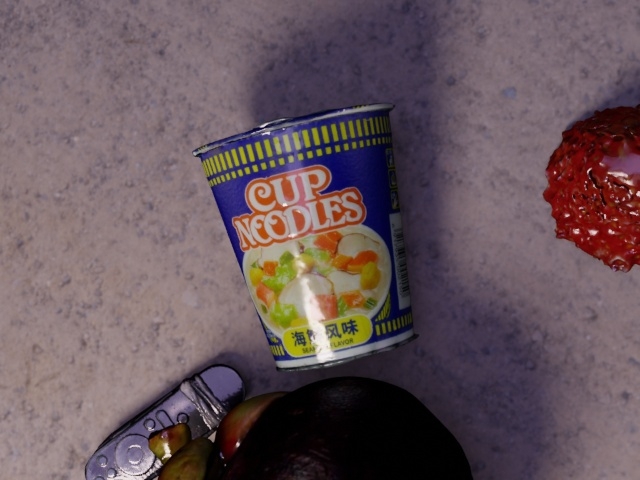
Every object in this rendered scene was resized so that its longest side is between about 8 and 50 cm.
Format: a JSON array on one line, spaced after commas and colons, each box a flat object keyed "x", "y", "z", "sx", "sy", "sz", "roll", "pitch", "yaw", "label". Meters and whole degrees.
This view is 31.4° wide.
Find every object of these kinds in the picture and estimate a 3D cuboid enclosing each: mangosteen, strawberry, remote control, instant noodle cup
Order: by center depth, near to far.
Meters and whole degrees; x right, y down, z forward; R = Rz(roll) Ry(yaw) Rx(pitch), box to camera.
[{"x": -0.018, "y": 0.352, "z": 1.397, "sx": 0.435, "sy": 0.382, "sz": 0.382, "roll": 10, "pitch": 86, "yaw": 0, "label": "mangosteen"}, {"x": 0.391, "y": -0.074, "z": 1.469, "sx": 0.234, "sy": 0.178, "sz": 0.234, "roll": -2, "pitch": 84, "yaw": 18, "label": "strawberry"}, {"x": 0.000, "y": 0.000, "z": 1.505, "sx": 0.284, "sy": 0.284, "sz": 0.312, "roll": -13, "pitch": 91, "yaw": 10, "label": "instant noodle cup"}, {"x": -0.217, "y": 0.269, "z": 1.617, "sx": 0.266, "sy": 0.066, "sz": 0.090, "roll": -37, "pitch": 92, "yaw": 2, "label": "remote control"}]
